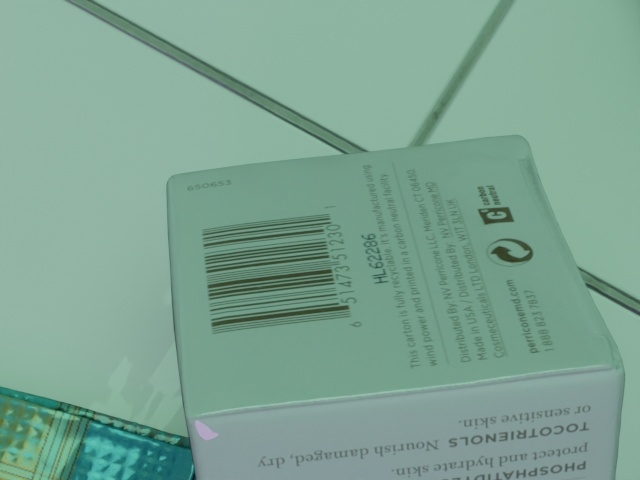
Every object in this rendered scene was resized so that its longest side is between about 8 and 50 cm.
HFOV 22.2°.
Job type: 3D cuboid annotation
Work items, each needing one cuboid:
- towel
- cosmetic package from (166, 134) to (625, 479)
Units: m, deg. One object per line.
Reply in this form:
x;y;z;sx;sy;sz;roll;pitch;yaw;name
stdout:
-0.318;0.278;1.601;0.370;0.040;0.271;15;69;5;towel
0.053;0.168;1.408;0.327;0.393;0.329;-7;38;-4;cosmetic package
